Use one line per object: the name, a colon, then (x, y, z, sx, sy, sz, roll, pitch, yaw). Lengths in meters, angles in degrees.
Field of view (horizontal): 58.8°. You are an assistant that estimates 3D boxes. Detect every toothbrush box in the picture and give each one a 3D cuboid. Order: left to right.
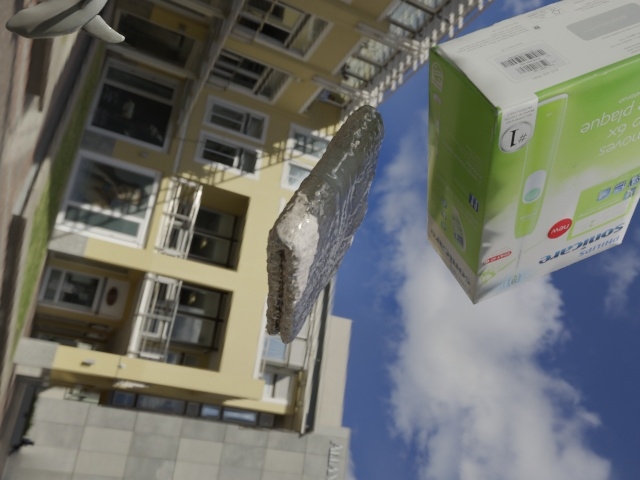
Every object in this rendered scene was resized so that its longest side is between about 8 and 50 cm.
toothbrush box: (0.232, -0.088, 0.607, 0.283, 0.206, 0.122, 79, -13, -50)

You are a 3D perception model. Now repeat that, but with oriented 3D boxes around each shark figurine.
shark figurine: (-0.357, -0.423, 0.883, 0.116, 0.166, 0.278, 32, -80, 61)

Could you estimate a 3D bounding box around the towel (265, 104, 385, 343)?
towel: (0.000, 0.000, 0.650, 0.187, 0.049, 0.282, -58, 169, -26)
